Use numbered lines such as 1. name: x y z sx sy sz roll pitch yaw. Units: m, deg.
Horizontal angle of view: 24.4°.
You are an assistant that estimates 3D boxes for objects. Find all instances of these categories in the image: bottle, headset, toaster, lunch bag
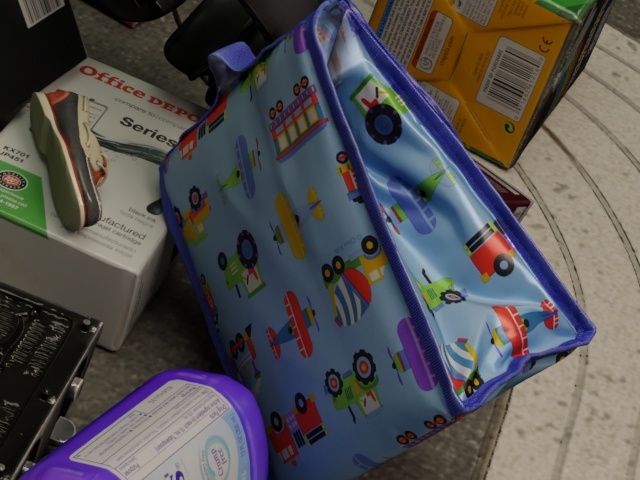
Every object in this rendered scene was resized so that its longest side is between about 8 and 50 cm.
1. bottle: -0.129 0.174 0.848 0.092 0.118 0.283 8 21 24
2. headset: -0.086 -0.223 1.158 0.243 0.394 0.185 39 80 9
3. toaster: -0.250 0.101 0.922 0.186 0.110 0.168 21 40 1
4. lunch bag: 0.000 0.000 0.975 0.138 0.221 0.293 -24 80 -40

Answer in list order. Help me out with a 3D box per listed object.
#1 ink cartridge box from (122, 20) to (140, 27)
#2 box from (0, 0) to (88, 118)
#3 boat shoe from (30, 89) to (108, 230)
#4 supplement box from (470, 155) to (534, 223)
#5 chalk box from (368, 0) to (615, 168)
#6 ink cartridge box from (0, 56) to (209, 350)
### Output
1. ink cartridge box: -0.205 -0.292 1.398 0.175 0.072 0.127 31 43 12
2. box: -0.327 -0.119 1.082 0.184 0.103 0.261 4 32 31
3. boat shoe: -0.171 -0.059 1.044 0.043 0.049 0.137 0 41 -26
4. supplement box: 0.065 -0.037 1.152 0.130 0.073 0.239 37 15 20
5. chalk box: 0.182 -0.237 1.413 0.179 0.180 0.289 29 40 9
6. ink cartridge box: -0.171 -0.036 1.121 0.153 0.086 0.208 23 40 3
